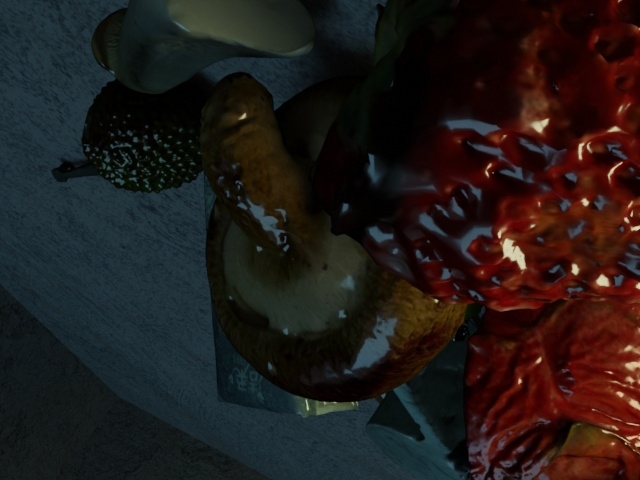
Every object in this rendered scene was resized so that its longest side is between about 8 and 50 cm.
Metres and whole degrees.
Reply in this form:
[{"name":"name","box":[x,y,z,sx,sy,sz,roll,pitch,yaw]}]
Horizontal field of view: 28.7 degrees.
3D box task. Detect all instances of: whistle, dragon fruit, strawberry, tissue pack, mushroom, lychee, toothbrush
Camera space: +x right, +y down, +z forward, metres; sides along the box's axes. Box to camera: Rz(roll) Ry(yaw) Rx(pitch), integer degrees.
[{"name":"whistle","box":[0.183,0.223,1.717,0.188,0.168,0.404,31,161,14]},{"name":"dragon fruit","box":[0.290,0.201,1.348,0.302,0.330,0.240,24,180,24]},{"name":"strawberry","box":[0.168,-0.083,0.855,0.310,0.291,0.292,23,166,-19]},{"name":"tissue pack","box":[-0.056,0.049,1.524,0.103,0.315,0.228,-5,-178,-30]},{"name":"mushroom","box":[-0.136,-0.211,1.280,0.159,0.122,0.329,50,159,-14]},{"name":"lychee","box":[-0.202,-0.132,1.543,0.171,0.171,0.171,31,161,12]},{"name":"toothbrush","box":[-0.377,-0.118,2.060,0.030,0.030,0.297,53,155,-21]},{"name":"mushroom","box":[0.021,0.000,1.257,0.345,0.239,0.345,163,90,-71]}]

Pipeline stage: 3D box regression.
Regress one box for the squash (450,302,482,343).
[{"name":"squash","box":[0.158,0.010,1.370,0.071,0.080,0.318,15,151,9]}]

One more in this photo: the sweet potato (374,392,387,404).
[{"name":"sweet potato","box":[0.167,0.274,1.985,0.385,0.109,0.109,37,162,11]}]
